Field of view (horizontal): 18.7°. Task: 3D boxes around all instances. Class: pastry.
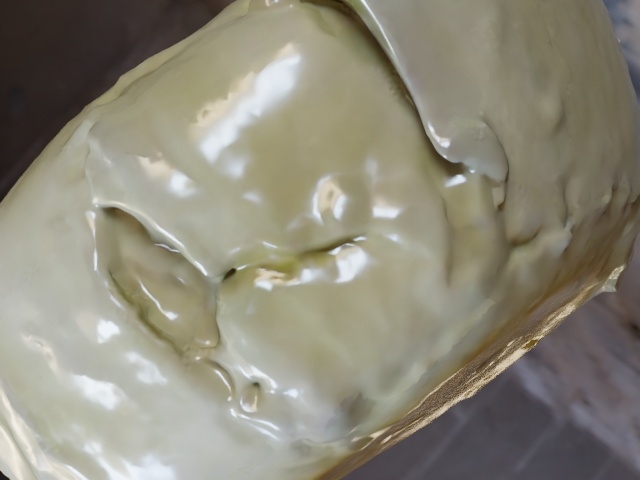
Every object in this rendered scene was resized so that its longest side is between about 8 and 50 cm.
[{"bbox_3d":[0.000,0.000,0.406,0.166,0.088,0.166,-35,173,-5],"label":"pastry"}]
